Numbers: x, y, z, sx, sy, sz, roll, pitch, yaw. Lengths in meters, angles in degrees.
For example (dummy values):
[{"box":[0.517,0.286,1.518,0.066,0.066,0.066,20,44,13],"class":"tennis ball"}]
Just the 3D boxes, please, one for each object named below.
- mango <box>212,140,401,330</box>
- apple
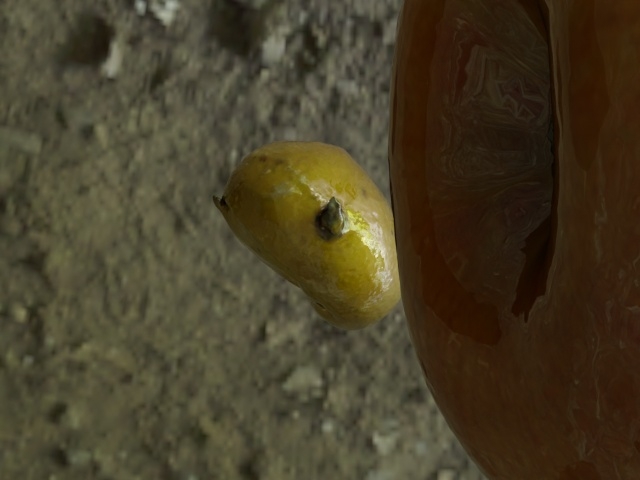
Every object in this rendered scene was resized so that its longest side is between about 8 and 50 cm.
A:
[{"box":[0.000,0.000,0.893,0.101,0.066,0.187,44,170,11],"class":"mango"},{"box":[0.151,-0.022,0.463,0.275,0.299,0.299,8,135,-25],"class":"apple"}]
